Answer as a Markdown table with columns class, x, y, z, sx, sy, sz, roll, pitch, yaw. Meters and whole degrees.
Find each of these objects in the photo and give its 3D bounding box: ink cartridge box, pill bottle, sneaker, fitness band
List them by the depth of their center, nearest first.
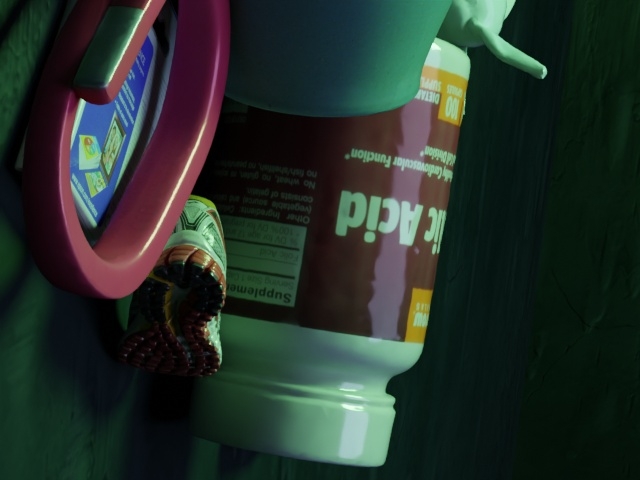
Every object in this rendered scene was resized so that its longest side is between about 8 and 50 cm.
| class | x | y | z | sx | sy | sz | roll | pitch | yaw |
| --- | --- | --- | --- | --- | --- | --- | --- | --- | --- |
| fitness band | -0.135 | -0.093 | 1.412 | 0.209 | 0.054 | 0.291 | 84 | 23 | -47 |
| ink cartridge box | -0.159 | -0.096 | 1.500 | 0.206 | 0.045 | 0.208 | 70 | 33 | -62 |
| sneaker | -0.114 | 0.044 | 1.620 | 0.225 | 0.088 | 0.093 | 115 | -17 | -57 |
| pill bottle | 0.000 | 0.000 | 1.813 | 0.224 | 0.224 | 0.392 | 12 | 87 | -76 |

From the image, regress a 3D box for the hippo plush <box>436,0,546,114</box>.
| class | x | y | z | sx | sy | sz | roll | pitch | yaw |
| --- | --- | --- | --- | --- | --- | --- | --- | --- | --- |
| hippo plush | 0.075 | -0.303 | 2.062 | 0.236 | 0.234 | 0.294 | 36 | 44 | -41 |

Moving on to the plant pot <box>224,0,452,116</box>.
| class | x | y | z | sx | sy | sz | roll | pitch | yaw |
| --- | --- | --- | --- | --- | --- | --- | --- | --- | --- |
| plant pot | 0.004 | -0.244 | 1.577 | 0.271 | 0.271 | 0.255 | -50 | 148 | -63 |

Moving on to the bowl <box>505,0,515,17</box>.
| class | x | y | z | sx | sy | sz | roll | pitch | yaw |
| --- | --- | --- | --- | --- | --- | --- | --- | --- | --- |
| bowl | 0.180 | -0.424 | 2.410 | 0.298 | 0.134 | 0.298 | 10 | 90 | -75 |
